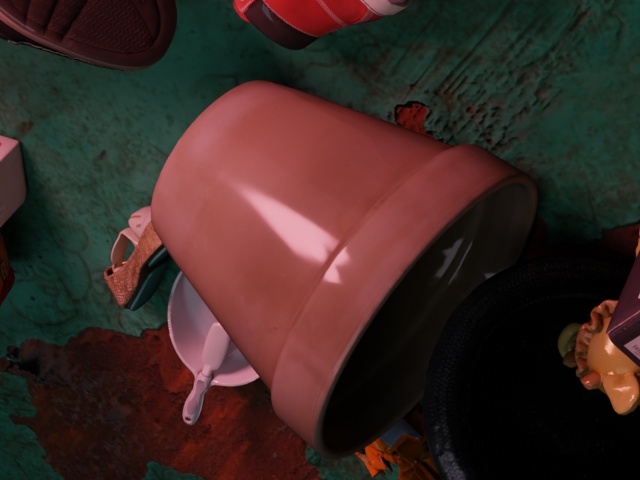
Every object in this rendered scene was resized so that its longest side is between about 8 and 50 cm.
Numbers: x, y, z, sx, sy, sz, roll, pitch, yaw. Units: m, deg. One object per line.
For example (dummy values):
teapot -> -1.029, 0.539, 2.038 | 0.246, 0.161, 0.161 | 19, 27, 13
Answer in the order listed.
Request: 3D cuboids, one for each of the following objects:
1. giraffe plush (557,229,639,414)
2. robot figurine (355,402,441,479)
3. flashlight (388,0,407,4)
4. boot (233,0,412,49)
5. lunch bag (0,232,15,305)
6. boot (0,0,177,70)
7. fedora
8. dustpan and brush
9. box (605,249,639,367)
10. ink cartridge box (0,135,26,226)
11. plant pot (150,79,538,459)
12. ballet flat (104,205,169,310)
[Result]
giraffe plush -> 0.313, 0.083, 1.564 | 0.210, 0.181, 0.170 | 42, 93, 0
robot figurine -> 0.086, 0.218, 1.841 | 0.211, 0.085, 0.291 | 49, 172, -27
flashlight -> 0.027, -0.354, 1.438 | 0.103, 0.103, 0.304 | -29, 120, 8
boot -> -0.049, -0.279, 1.557 | 0.176, 0.088, 0.244 | -16, 123, 41
lunch bag -> -0.512, 0.045, 2.008 | 0.293, 0.258, 0.120 | -5, 117, 9
boot -> -0.338, -0.239, 1.672 | 0.377, 0.138, 0.284 | 21, 161, -11
fedora -> 0.242, 0.172, 1.707 | 0.334, 0.334, 0.152 | 40, 167, -8
dustpan and brush -> -0.123, 0.136, 2.002 | 0.147, 0.060, 0.211 | 27, 137, 6
box -> 0.442, 0.084, 1.423 | 0.395, 0.318, 0.097 | 39, 137, -9
ink cartridge box -> -0.455, -0.068, 1.948 | 0.203, 0.148, 0.086 | 16, 133, 17
plant pot -> 0.000, 0.000, 1.653 | 0.280, 0.323, 0.323 | 36, 140, 21
ballet flat -> -0.193, 0.004, 1.921 | 0.067, 0.073, 0.206 | 46, 135, 7
